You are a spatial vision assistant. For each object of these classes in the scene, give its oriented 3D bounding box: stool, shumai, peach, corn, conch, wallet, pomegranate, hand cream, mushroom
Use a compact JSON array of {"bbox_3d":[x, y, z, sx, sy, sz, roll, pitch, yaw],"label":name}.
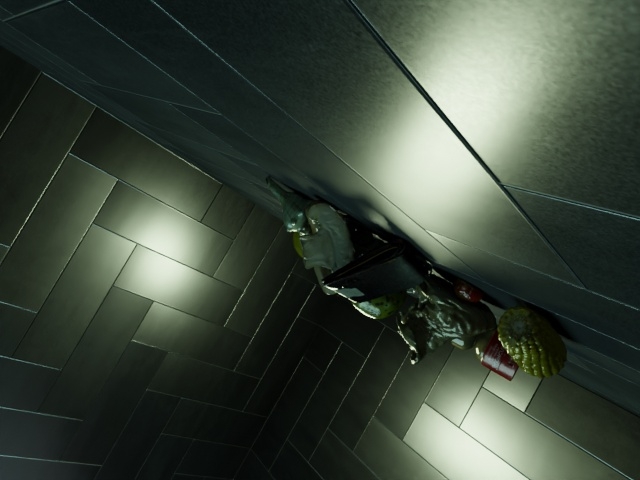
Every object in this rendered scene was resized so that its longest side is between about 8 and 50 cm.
[{"bbox_3d":[0.777,0.477,2.295,0.264,0.179,0.179,28,177,28],"label":"stool"},{"bbox_3d":[0.383,0.273,1.538,0.314,0.262,0.267,20,-163,-34],"label":"shumai"},{"bbox_3d":[0.420,0.148,1.402,0.083,0.050,0.077,27,179,-14],"label":"peach"},{"bbox_3d":[0.552,0.268,1.277,0.144,0.144,0.387,28,173,43],"label":"corn"},{"bbox_3d":[-0.076,-0.103,1.584,0.137,0.114,0.234,70,176,-71],"label":"conch"},{"bbox_3d":[0.165,0.099,1.388,0.221,0.262,0.071,32,-142,-54],"label":"wallet"},{"bbox_3d":[0.185,0.134,1.608,0.198,0.246,0.198,-7,-162,2],"label":"pomegranate"},{"bbox_3d":[0.681,0.400,1.782,0.125,0.193,0.193,27,176,28],"label":"hand cream"},{"bbox_3d":[0.012,0.010,1.475,0.156,0.285,0.151,-11,-164,-7],"label":"mushroom"}]

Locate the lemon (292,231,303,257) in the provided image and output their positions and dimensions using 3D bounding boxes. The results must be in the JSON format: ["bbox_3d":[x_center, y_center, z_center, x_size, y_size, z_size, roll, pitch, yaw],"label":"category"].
[{"bbox_3d":[0.000,0.000,1.780,0.184,0.184,0.248,32,173,-32],"label":"lemon"}]

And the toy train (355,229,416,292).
[{"bbox_3d":[0.224,0.082,1.768,0.086,0.088,0.407,-3,153,47],"label":"toy train"}]

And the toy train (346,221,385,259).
[{"bbox_3d":[0.116,0.030,1.528,0.228,0.136,0.091,25,175,45],"label":"toy train"}]
